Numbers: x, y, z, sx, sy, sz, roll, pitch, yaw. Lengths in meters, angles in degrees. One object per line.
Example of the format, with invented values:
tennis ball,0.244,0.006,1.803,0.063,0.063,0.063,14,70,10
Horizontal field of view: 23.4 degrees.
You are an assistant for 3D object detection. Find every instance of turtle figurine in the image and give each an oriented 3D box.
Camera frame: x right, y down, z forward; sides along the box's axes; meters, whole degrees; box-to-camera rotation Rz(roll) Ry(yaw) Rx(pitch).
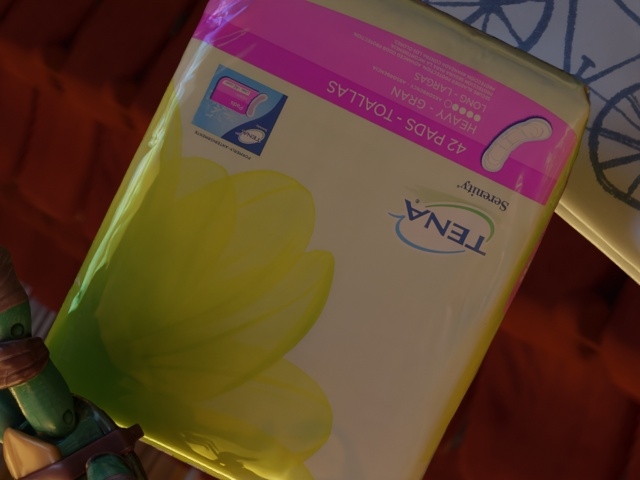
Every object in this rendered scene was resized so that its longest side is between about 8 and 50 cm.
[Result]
turtle figurine,-0.144,0.126,0.786,0.118,0.175,0.234,-26,-93,-56

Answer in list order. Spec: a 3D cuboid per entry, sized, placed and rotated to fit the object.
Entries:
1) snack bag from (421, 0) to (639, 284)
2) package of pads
snack bag,0.245,-0.165,1.014,0.323,0.342,0.037,43,-179,19
package of pads,0.000,0.000,0.886,0.229,0.296,0.101,26,-177,-1
